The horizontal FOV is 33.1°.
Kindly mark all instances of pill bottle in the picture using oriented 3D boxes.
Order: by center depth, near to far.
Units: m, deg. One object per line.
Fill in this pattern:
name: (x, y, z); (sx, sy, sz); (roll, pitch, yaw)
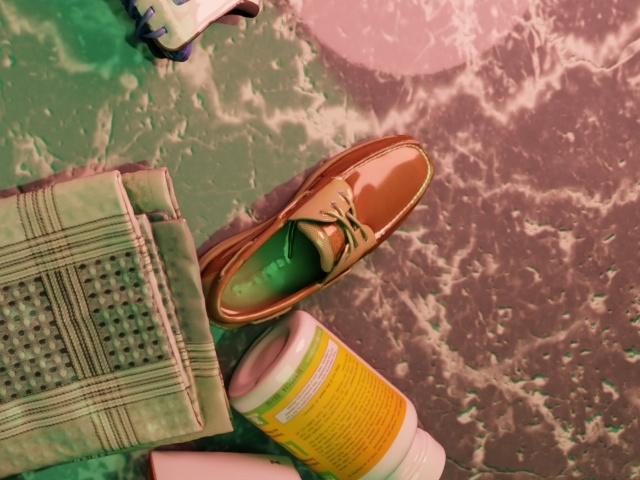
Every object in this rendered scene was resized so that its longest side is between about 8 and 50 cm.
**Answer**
pill bottle: (0.024, 0.206, 1.244); (0.245, 0.136, 0.136); (41, 84, -16)

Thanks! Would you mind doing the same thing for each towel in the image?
towel: (-0.276, 0.097, 1.151); (0.324, 0.056, 0.312); (-13, 100, 2)

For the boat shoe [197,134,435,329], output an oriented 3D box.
boat shoe: (0.000, 0.000, 1.223); (0.324, 0.120, 0.123); (-38, 104, -9)

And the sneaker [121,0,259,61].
sneaker: (-0.192, -0.284, 1.133); (0.315, 0.127, 0.182); (3, 93, -18)

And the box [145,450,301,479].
box: (-0.115, 0.431, 1.161); (0.168, 0.215, 0.345); (6, 105, -17)
